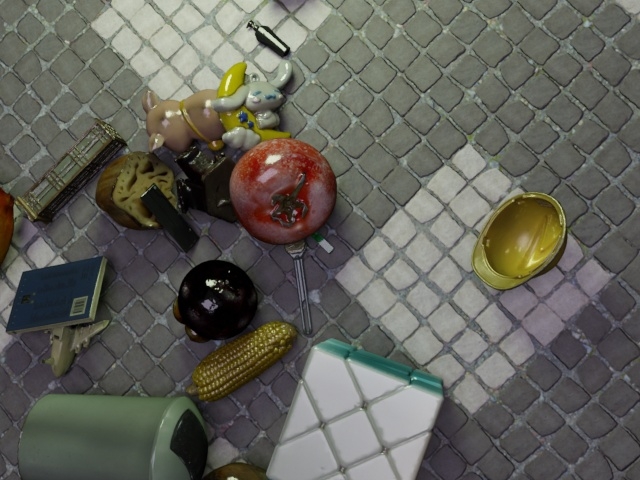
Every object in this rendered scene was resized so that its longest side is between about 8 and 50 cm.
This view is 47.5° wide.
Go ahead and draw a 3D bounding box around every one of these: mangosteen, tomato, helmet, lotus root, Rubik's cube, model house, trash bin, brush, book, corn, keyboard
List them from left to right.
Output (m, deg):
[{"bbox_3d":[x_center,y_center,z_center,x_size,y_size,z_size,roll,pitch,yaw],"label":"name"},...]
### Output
[{"bbox_3d":[-0.703,0.146,1.936,0.269,0.025,0.191,-11,54,17],"label":"book"},{"bbox_3d":[-0.496,0.521,1.816,0.432,0.280,0.280,2,86,13],"label":"trash bin"},{"bbox_3d":[-0.498,-0.118,1.932,0.180,0.199,0.188,-12,46,45],"label":"lotus root"},{"bbox_3d":[-0.392,-0.058,1.902,0.198,0.010,0.064,55,53,-26],"label":"keyboard"},{"bbox_3d":[-0.302,-0.151,1.890,0.164,0.141,0.203,32,128,37],"label":"model house"},{"bbox_3d":[-0.278,0.171,1.856,0.211,0.211,0.250,46,125,9],"label":"mangosteen"},{"bbox_3d":[-0.222,0.666,1.746,0.192,0.272,0.272,33,91,-14],"label":"lotus root"},{"bbox_3d":[-0.204,0.308,1.865,0.321,0.119,0.119,-34,81,0],"label":"corn"},{"bbox_3d":[-0.093,-0.130,1.819,0.270,0.227,0.270,-5,118,-10],"label":"tomato"},{"bbox_3d":[-0.050,0.113,1.896,0.062,0.027,0.266,-10,84,9],"label":"brush"},{"bbox_3d":[0.095,0.433,1.704,0.321,0.316,0.319,19,89,11],"label":"Rubik's cube"},{"bbox_3d":[0.504,0.016,1.760,0.257,0.140,0.205,-53,47,12],"label":"helmet"}]

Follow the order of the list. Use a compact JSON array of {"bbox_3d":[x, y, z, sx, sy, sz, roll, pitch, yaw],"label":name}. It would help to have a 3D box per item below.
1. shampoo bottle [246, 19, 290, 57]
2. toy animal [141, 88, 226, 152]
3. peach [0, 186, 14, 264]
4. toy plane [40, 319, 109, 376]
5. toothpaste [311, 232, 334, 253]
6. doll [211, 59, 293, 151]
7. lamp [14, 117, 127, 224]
[{"bbox_3d":[-0.142,-0.547,1.961,0.137,0.027,0.048,41,90,10],"label":"shampoo bottle"},{"bbox_3d":[-0.337,-0.316,1.922,0.248,0.149,0.165,-13,68,-4],"label":"toy animal"},{"bbox_3d":[-0.997,-0.038,1.925,0.372,0.290,0.373,-1,84,7],"label":"peach"},{"bbox_3d":[-0.682,0.240,1.957,0.241,0.104,0.256,13,81,24],"label":"toy plane"},{"bbox_3d":[0.000,0.000,1.902,0.083,0.017,0.020,44,91,9],"label":"toothpaste"},{"bbox_3d":[-0.165,-0.348,1.877,0.252,0.111,0.237,-11,91,-34],"label":"doll"},{"bbox_3d":[-0.681,-0.188,1.988,0.325,0.089,0.090,-45,81,3],"label":"lamp"}]
